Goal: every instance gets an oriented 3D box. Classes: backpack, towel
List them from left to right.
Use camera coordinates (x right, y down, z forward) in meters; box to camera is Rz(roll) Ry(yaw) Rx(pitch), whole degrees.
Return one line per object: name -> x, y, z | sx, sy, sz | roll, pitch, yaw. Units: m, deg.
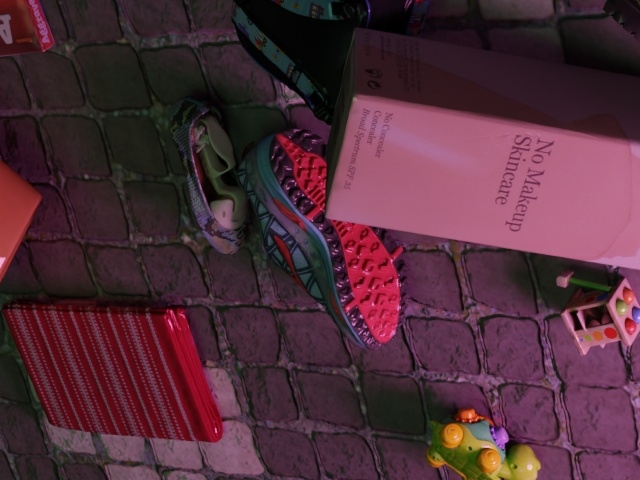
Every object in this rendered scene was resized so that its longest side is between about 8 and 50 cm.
towel -> -0.256, 0.160, 2.118 | 0.275, 0.031, 0.199 | 1, 121, 33
backpack -> 0.000, -0.220, 1.661 | 0.173, 0.117, 0.158 | 38, 133, 28

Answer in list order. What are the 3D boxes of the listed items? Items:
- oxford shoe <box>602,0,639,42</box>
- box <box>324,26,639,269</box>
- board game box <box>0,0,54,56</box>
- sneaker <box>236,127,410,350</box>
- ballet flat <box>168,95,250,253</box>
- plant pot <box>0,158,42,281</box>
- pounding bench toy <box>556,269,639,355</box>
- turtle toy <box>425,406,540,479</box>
oxford shoe -> 0.253, -0.271, 1.516 | 0.227, 0.083, 0.096 | 43, 109, 3
box -> 0.167, -0.083, 1.568 | 0.311, 0.121, 0.148 | 8, 127, -5
board game box -> -0.441, -0.272, 1.951 | 0.281, 0.027, 0.145 | -2, 119, 32
sneaker -> 0.000, 0.000, 1.835 | 0.125, 0.104, 0.262 | -11, 110, 54
ballet flat -> -0.112, -0.067, 1.855 | 0.070, 0.070, 0.188 | -6, 117, 33
plant pot -> -0.456, -0.012, 1.983 | 0.203, 0.291, 0.291 | 26, 131, -7
pounding bench toy -> 0.281, 0.063, 1.717 | 0.065, 0.052, 0.083 | -16, 110, 37
turtle toy -> 0.178, 0.231, 1.877 | 0.130, 0.066, 0.095 | 33, 154, 5
